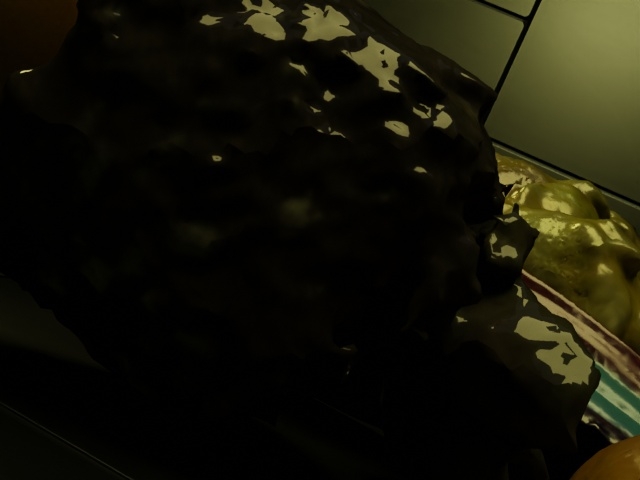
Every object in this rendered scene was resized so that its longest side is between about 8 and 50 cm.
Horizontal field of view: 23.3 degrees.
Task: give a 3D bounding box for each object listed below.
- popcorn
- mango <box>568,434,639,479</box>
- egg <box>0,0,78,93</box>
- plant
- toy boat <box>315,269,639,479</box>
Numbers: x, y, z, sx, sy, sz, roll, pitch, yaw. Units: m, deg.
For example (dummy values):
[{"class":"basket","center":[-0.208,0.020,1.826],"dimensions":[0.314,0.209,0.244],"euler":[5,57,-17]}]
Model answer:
[{"class":"popcorn","center":[0.121,0.050,0.987],"dimensions":[0.266,0.192,0.233],"euler":[41,13,-18]},{"class":"mango","center":[0.187,0.150,0.616],"dimensions":[0.176,0.119,0.317],"euler":[25,-5,39]},{"class":"egg","center":[-0.258,-0.173,1.108],"dimensions":[0.250,0.250,0.322],"euler":[24,0,-2]},{"class":"plant","center":[0.000,0.000,0.723],"dimensions":[0.312,0.213,0.215],"euler":[34,2,-2]},{"class":"toy boat","center":[0.049,0.057,0.874],"dimensions":[0.392,0.136,0.079],"euler":[26,23,24]}]
